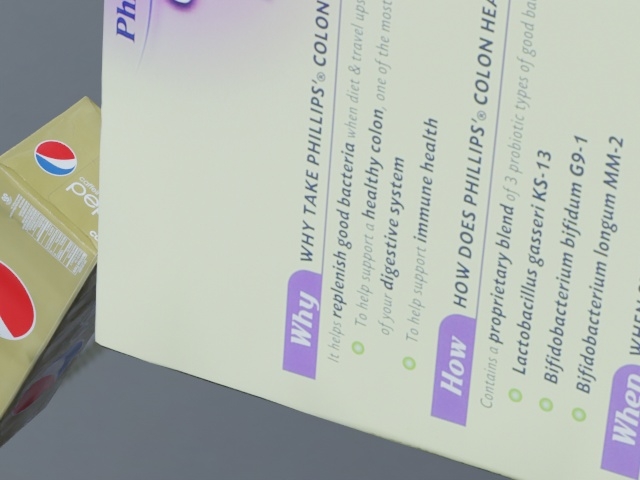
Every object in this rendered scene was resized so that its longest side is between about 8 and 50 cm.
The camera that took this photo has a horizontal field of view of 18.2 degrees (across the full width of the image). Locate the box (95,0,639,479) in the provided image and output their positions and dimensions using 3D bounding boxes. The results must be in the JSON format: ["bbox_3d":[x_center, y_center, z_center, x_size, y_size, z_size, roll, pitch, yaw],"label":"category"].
[{"bbox_3d":[0.059,-0.048,0.652,0.117,0.243,0.214,-36,135,-55],"label":"box"}]

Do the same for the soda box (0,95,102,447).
[{"bbox_3d":[-0.125,0.023,0.843,0.058,0.181,0.061,42,46,5],"label":"soda box"}]
